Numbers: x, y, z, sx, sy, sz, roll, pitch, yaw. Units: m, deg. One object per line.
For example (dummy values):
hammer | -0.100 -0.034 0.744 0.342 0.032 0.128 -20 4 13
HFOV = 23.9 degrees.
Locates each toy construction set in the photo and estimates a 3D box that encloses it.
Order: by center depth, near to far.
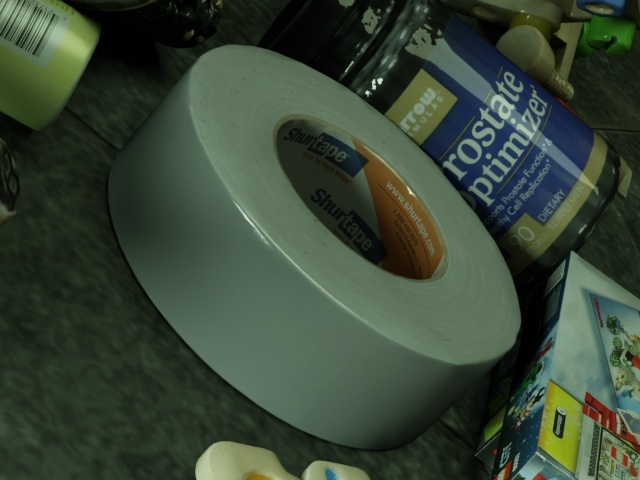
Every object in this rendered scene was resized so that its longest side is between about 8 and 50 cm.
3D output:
toy construction set | 0.198 -0.169 1.197 0.237 0.257 0.308 33 46 -48

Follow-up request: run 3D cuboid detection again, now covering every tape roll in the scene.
tape roll | 0.000 0.000 0.786 0.219 0.072 0.219 33 28 -20

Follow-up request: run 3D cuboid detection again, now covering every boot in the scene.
boot | -0.085 -0.139 0.807 0.137 0.076 0.198 29 4 -37

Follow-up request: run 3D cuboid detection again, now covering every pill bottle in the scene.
pill bottle | 0.067 -0.073 0.932 0.219 0.123 0.123 38 26 -12

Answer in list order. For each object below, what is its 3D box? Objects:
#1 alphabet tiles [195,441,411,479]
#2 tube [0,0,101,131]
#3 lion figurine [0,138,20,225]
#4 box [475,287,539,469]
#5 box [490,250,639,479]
alphabet tiles | 0.044 0.208 0.594 0.284 0.021 0.278 19 38 -41
tube | -0.219 -0.135 0.699 0.240 0.062 0.070 30 -6 -18
lion figurine | -0.248 -0.126 0.520 0.142 0.240 0.392 68 8 -57
box | 0.156 0.098 0.901 0.114 0.036 0.207 40 26 -7
box | 0.175 0.111 0.801 0.159 0.044 0.233 36 27 -3
